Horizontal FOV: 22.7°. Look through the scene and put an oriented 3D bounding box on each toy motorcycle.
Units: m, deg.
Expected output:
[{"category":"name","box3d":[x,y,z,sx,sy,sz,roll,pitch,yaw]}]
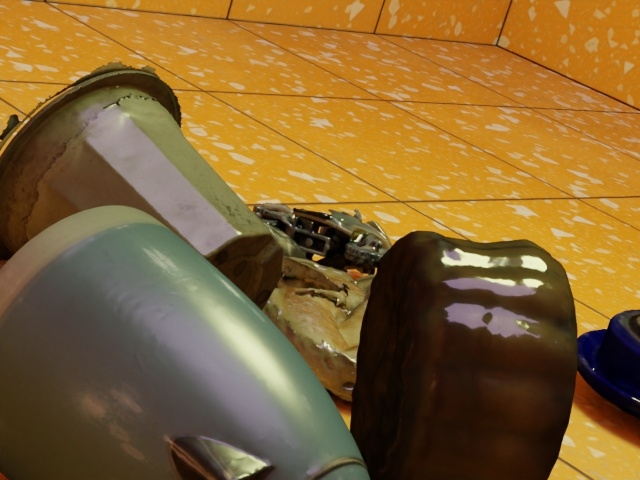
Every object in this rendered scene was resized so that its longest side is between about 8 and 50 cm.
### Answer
[{"category":"toy motorcycle","box3d":[0.000,-0.001,2.104,0.229,0.094,0.130,16,13,16]}]

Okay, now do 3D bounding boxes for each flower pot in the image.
[{"category":"flower pot","box3d":[-0.194,-0.006,1.704,0.259,0.290,0.290,43,28,26]}]

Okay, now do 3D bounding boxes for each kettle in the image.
[{"category":"kettle","box3d":[-0.090,0.171,1.319,0.342,0.247,0.319,36,-2,27]}]

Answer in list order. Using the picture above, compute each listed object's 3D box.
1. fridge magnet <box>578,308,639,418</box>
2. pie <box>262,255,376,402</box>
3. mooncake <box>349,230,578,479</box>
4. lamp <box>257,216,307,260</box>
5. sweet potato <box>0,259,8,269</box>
[{"category":"fridge magnet","box3d":[0.442,0.167,1.965,0.265,0.112,0.265,14,18,-5]},{"category":"pie","box3d":[0.067,0.113,1.851,0.337,0.075,0.337,21,17,-6]},{"category":"mooncake","box3d":[0.128,0.131,1.513,0.161,0.290,0.290,10,19,-10]},{"category":"lamp","box3d":[-0.107,0.012,1.953,0.101,0.101,0.250,32,14,38]},{"category":"sweet potato","box3d":[-0.277,0.081,1.586,0.097,0.097,0.252,4,23,-36]}]
